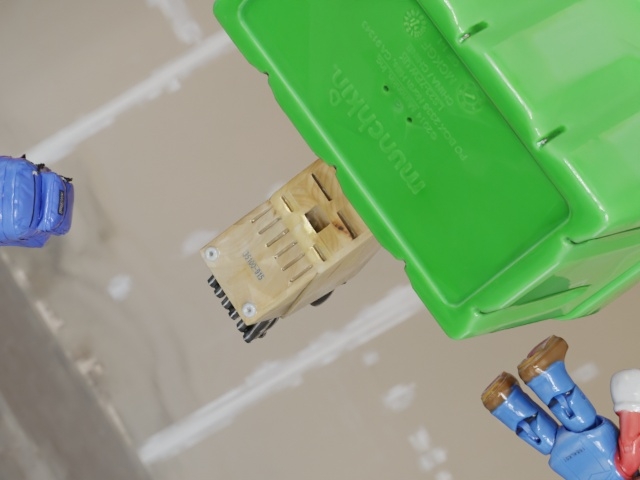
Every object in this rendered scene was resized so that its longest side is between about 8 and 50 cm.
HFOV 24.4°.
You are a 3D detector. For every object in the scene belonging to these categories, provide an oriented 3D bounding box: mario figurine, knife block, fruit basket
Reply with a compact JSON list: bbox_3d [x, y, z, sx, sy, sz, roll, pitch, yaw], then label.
[{"bbox_3d":[0.347,0.271,1.825,0.320,0.170,0.198,51,-26,3],"label":"mario figurine"},{"bbox_3d":[0.000,0.000,1.458,0.088,0.275,0.242,56,21,8],"label":"knife block"},{"bbox_3d":[0.168,-0.154,1.050,0.392,0.283,0.392,19,51,-25],"label":"fruit basket"}]

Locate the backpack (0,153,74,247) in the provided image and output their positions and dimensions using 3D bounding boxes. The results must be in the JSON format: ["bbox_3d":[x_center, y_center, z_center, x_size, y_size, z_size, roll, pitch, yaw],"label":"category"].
[{"bbox_3d":[-0.315,-0.044,1.537,0.120,0.101,0.098,32,56,-79],"label":"backpack"}]
